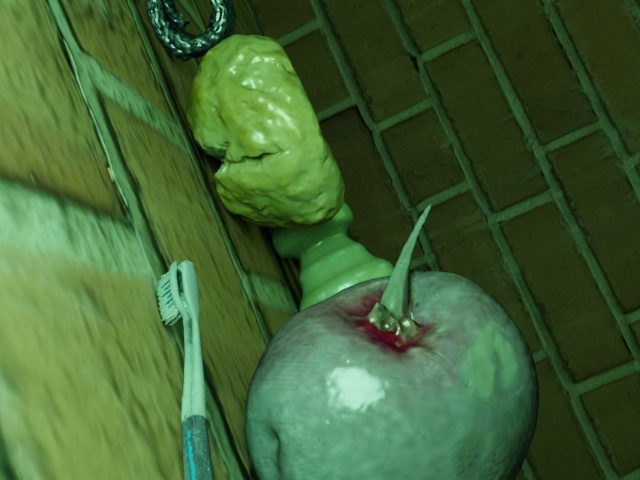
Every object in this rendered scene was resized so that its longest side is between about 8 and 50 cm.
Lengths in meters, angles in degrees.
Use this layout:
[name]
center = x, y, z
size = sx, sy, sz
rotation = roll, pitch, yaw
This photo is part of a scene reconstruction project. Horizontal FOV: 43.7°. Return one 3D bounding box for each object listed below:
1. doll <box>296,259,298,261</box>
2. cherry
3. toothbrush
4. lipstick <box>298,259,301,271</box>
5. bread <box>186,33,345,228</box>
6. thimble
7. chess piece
[doll]
center = -0.011, -0.004, 1.228
size = 0.127, 0.084, 0.073
rotation = 65, 13, -48
[cherry]
center = 0.052, 0.125, 0.573
size = 0.184, 0.213, 0.265
rotation = 17, -57, 61
[toothbrush]
center = -0.067, 0.116, 0.427
size = 0.024, 0.026, 0.288
rotation = 38, 24, -40
[lipstick]
center = -0.009, 0.026, 1.153
size = 0.045, 0.045, 0.145
rotation = 15, 65, -85
[bread]
center = -0.067, -0.116, 0.899
size = 0.244, 0.134, 0.244
rotation = 63, 3, -6
[thimble]
center = -0.150, -0.267, 0.929
size = 0.066, 0.095, 0.104
rotation = -38, 118, -83
[chess piece]
center = 0.000, 0.000, 1.070
size = 0.251, 0.145, 0.144
rotation = 62, 4, 11
